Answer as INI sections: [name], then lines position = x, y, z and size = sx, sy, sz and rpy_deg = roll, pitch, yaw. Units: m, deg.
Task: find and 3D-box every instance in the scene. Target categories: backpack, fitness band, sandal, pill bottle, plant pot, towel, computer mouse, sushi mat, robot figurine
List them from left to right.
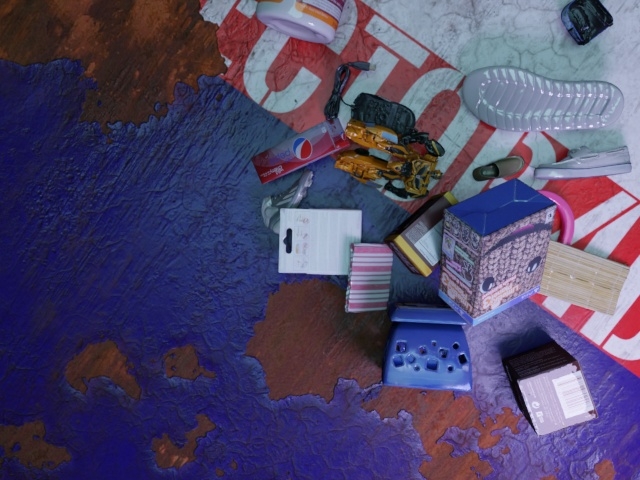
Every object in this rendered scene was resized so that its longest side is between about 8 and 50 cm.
[pill bottle]
position = -0.014, -0.747, 1.630
size = 0.224, 0.224, 0.392
rpy_deg = 18, 96, 2
[towel]
position = 0.138, 0.106, 1.757
size = 0.144, 0.029, 0.197
rpy_deg = 2, 96, -32
[computer mouse]
position = 0.151, -0.396, 1.728
size = 0.262, 0.060, 0.184
rpy_deg = 16, 106, 12
[robot figurine]
position = 0.194, -0.218, 1.702
size = 0.291, 0.085, 0.211
rpy_deg = 20, 125, 7
[plant pot]
position = 0.287, 0.282, 1.697
size = 0.236, 0.236, 0.212
rpy_deg = 2, 88, 4
[fitness band]
position = 0.592, 0.000, 1.736
size = 0.209, 0.054, 0.291
rpy_deg = 16, 97, 2
[sandal]
position = 0.594, -0.376, 1.685
size = 0.416, 0.102, 0.169
rpy_deg = 13, 111, 13
[sushi mat]
position = 0.702, 0.098, 1.717
size = 0.316, 0.019, 0.151
rpy_deg = 18, 97, -11
[backpack]
position = 0.707, -0.596, 1.663
size = 0.105, 0.084, 0.114
rpy_deg = -37, 96, 5

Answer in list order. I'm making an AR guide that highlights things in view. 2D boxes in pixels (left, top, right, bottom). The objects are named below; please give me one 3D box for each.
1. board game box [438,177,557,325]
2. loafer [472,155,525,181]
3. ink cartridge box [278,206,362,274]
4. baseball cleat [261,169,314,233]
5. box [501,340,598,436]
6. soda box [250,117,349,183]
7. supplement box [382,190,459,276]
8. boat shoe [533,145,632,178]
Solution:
[board game box]
position = 0.434, 0.029, 1.545
size = 0.232, 0.141, 0.291
rpy_deg = -23, 132, -20
[loafer]
position = 0.501, -0.198, 1.727
size = 0.148, 0.050, 0.056
rpy_deg = -19, 93, 5
[ink cartridge box]
position = 0.000, 0.000, 1.760
size = 0.232, 0.066, 0.189
rpy_deg = 2, 96, -1
[baseball cleat]
position = -0.102, -0.123, 1.764
size = 0.109, 0.072, 0.206
rpy_deg = 28, 92, 7
[box]
position = 0.620, 0.401, 1.691
size = 0.167, 0.203, 0.168
rpy_deg = -21, 93, 5
[soda box]
position = -0.058, -0.242, 1.687
size = 0.263, 0.092, 0.083
rpy_deg = -21, 96, 33
[supplement box]
position = 0.294, -0.017, 1.674
size = 0.194, 0.191, 0.129
rpy_deg = -41, 92, -2
[boat shoe]
position = 0.714, -0.215, 1.691
size = 0.267, 0.096, 0.088
rpy_deg = -5, 90, 3
